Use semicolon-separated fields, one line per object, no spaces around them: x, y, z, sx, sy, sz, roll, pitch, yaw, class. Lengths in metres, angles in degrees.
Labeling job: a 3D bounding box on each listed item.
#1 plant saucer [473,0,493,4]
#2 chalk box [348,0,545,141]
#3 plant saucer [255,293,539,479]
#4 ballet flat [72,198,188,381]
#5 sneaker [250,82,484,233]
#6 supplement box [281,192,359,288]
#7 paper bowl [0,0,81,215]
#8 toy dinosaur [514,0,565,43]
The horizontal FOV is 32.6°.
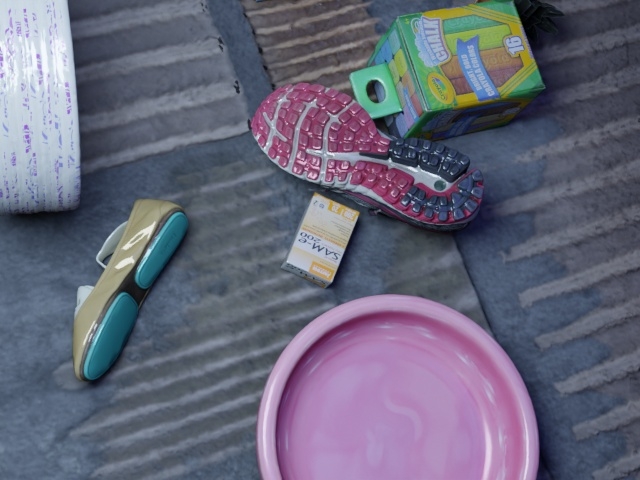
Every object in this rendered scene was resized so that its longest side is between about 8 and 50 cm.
0.244;-0.301;1.494;0.084;0.013;0.083;4;74;-14;plant saucer
0.145;-0.205;1.376;0.213;0.132;0.132;-14;78;-18;chalk box
0.084;0.231;1.261;0.332;0.084;0.332;4;73;-13;plant saucer
-0.232;0.052;1.244;0.073;0.080;0.232;19;65;21;ballet flat
0.050;-0.087;1.334;0.299;0.112;0.120;28;76;10;sneaker
0.000;0.000;1.329;0.062;0.036;0.098;24;70;-7;supplement box
-0.338;-0.168;1.153;0.148;0.284;0.284;-4;76;-15;paper bowl
0.266;-0.395;1.461;0.322;0.164;0.218;-8;51;-10;toy dinosaur
